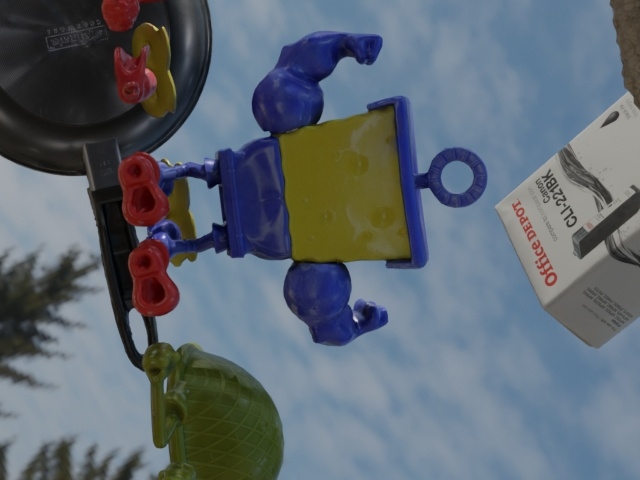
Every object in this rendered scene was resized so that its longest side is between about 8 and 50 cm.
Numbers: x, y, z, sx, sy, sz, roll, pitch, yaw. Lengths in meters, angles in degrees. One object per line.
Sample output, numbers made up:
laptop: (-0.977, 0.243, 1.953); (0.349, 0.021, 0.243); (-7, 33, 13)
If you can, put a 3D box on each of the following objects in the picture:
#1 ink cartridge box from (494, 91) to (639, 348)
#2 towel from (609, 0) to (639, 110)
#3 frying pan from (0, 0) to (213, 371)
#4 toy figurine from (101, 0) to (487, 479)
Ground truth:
ink cartridge box: (0.355, -0.039, 1.636); (0.114, 0.273, 0.197); (33, 24, -34)
towel: (0.170, -0.207, 0.584); (0.049, 0.187, 0.282); (17, -51, 47)
frying pan: (-0.182, -0.080, 0.992); (0.053, 0.197, 0.326); (-171, -89, -77)
toy figurine: (0.000, 0.000, 0.863); (0.191, 0.217, 0.363); (-153, -124, -89)
